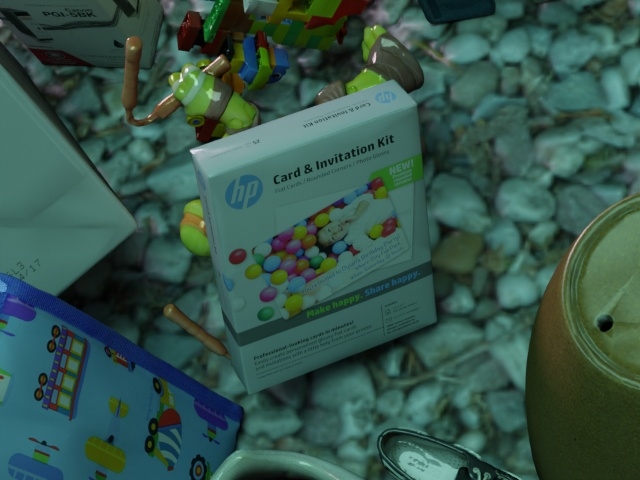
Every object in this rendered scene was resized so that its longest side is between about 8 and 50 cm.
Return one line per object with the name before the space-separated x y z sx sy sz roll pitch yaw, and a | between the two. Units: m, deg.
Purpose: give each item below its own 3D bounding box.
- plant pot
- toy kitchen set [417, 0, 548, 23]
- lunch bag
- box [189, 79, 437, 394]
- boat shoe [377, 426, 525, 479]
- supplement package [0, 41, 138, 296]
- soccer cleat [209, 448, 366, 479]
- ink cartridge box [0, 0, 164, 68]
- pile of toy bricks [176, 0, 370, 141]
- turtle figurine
plant pot | 0.217 0.069 1.032 0.237 0.254 0.237 -6 67 16
toy kitchen set | 0.165 -0.160 1.210 0.207 0.122 0.166 -9 67 14
lunch bag | -0.178 0.160 1.092 0.138 0.293 0.221 8 72 19
box | 0.000 0.000 1.141 0.145 0.186 0.038 -20 39 -15
boat shoe | 0.093 0.158 1.153 0.125 0.038 0.046 28 80 25
supplement package | -0.285 -0.071 1.222 0.177 0.175 0.293 -40 36 -2
soccer cleat | 0.062 0.232 1.074 0.331 0.143 0.116 26 79 24
ink cartridge box | -0.190 -0.184 1.320 0.099 0.135 0.056 4 71 19
pile of toy bricks | -0.026 -0.161 1.264 0.105 0.212 0.118 5 58 -21
turtle figurine | -0.023 -0.055 1.177 0.217 0.269 0.087 -37 39 -26
